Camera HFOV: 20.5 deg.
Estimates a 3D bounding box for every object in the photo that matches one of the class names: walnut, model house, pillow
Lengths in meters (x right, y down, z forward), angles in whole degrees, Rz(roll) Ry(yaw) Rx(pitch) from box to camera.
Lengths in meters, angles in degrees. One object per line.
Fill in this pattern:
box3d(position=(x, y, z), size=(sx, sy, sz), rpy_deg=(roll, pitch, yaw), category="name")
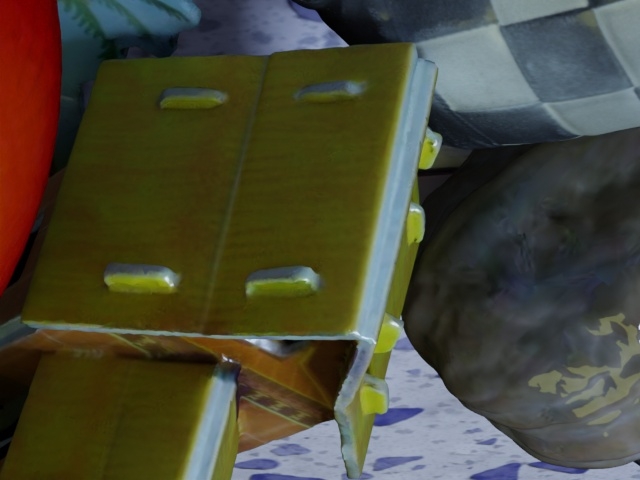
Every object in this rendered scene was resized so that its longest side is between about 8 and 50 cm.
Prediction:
box3d(position=(0.157, 0.016, 0.995), size=(0.224, 0.224, 0.224), rpy_deg=(-2, 154, -1), category="walnut")
box3d(position=(-0.111, 0.024, 0.856), size=(0.340, 0.300, 0.323), rpy_deg=(29, 149, -26), category="model house")
box3d(position=(0.125, -0.113, 0.845), size=(0.249, 0.106, 0.186), rpy_deg=(-10, 150, 27), category="pillow")

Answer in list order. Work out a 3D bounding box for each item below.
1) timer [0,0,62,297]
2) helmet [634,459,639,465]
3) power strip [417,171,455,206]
box3d(position=(-0.273, -0.044, 0.654), size=(0.279, 0.378, 0.378), rpy_deg=(37, 170, 27), category="timer")
box3d(position=(0.253, 0.112, 1.222), size=(0.193, 0.189, 0.216), rpy_deg=(-47, 141, 17), category="helmet")
box3d(position=(0.000, 0.000, 1.150), size=(0.278, 0.038, 0.109), rpy_deg=(-4, 154, 4), category="power strip")
